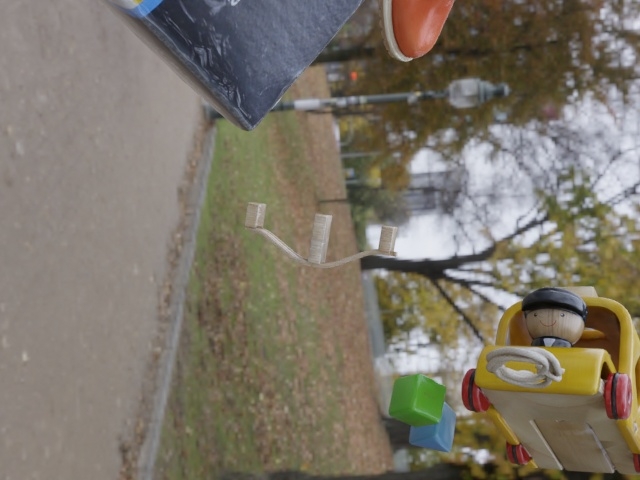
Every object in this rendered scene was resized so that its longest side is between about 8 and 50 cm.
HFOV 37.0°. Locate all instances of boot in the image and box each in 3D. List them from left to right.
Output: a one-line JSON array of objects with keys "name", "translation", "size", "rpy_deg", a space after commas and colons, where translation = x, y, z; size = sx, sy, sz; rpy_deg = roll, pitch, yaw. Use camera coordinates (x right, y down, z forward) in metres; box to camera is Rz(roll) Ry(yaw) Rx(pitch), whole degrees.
[{"name": "boot", "translation": [0.097, -0.199, 0.695], "size": [0.085, 0.059, 0.157], "rpy_deg": [33, -65, 36]}]

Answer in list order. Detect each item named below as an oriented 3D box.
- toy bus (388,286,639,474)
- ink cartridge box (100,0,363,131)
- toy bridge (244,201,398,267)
[{"name": "toy bus", "translation": [0.162, 0.083, 0.628], "size": [0.202, 0.191, 0.104], "rpy_deg": [132, -25, -59]}, {"name": "ink cartridge box", "translation": [-0.002, -0.223, 0.321], "size": [0.072, 0.307, 0.303], "rpy_deg": [41, 0, 28]}, {"name": "toy bridge", "translation": [0.000, 0.000, 1.130], "size": [0.026, 0.188, 0.063], "rpy_deg": [-7, 107, -73]}]
